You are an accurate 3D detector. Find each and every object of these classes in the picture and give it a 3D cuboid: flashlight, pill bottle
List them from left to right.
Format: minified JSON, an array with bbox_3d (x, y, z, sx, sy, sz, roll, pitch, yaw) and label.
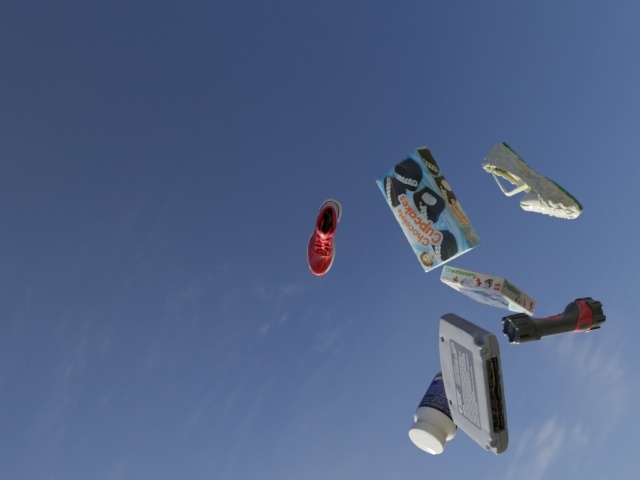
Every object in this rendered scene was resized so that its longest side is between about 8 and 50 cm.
[{"bbox_3d":[0.420,0.596,1.933,0.264,0.153,0.153,-47,-54,-39],"label":"pill bottle"},{"bbox_3d":[0.680,0.233,1.629,0.304,0.103,0.103,-5,-101,-14],"label":"flashlight"}]

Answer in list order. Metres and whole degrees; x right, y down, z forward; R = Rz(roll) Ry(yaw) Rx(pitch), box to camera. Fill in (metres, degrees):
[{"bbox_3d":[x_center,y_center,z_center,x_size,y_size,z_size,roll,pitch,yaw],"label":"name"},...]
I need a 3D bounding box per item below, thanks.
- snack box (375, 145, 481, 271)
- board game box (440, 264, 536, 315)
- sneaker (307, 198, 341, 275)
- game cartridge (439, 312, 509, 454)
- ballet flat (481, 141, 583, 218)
[{"bbox_3d":[0.309,-0.089,1.620,0.060,0.187,0.322,-21,-101,-42],"label":"snack box"},{"bbox_3d":[0.523,0.156,1.712,0.305,0.193,0.053,27,-102,-49],"label":"board game box"},{"bbox_3d":[0.000,0.000,1.516,0.087,0.128,0.221,9,-77,8],"label":"sneaker"},{"bbox_3d":[0.354,0.326,1.308,0.060,0.196,0.294,-15,-76,-20],"label":"game cartridge"},{"bbox_3d":[0.718,-0.183,1.926,0.147,0.409,0.147,-21,-39,-19],"label":"ballet flat"}]
